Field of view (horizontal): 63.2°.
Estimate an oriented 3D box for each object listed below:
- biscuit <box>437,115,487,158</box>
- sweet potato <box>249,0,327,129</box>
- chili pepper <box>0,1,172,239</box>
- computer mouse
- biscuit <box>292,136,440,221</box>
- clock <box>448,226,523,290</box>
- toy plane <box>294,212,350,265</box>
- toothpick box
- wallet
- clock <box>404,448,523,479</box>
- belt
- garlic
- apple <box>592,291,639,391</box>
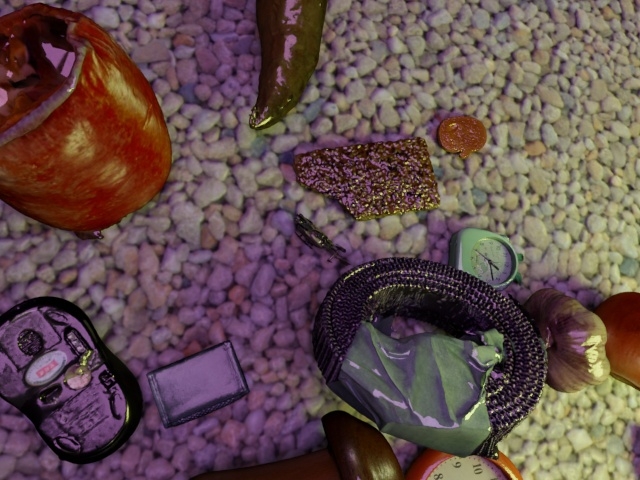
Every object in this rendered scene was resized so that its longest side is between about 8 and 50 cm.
[{"bbox_3d":[0.249,-0.181,0.916,0.091,0.015,0.078,0,80,-9],"label":"biscuit"},{"bbox_3d":[-0.053,-0.370,0.855,0.130,0.130,0.423,8,83,-8],"label":"sweet potato"},{"bbox_3d":[-0.344,-0.154,0.671,0.251,0.305,0.229,-23,77,-3],"label":"chili pepper"},{"bbox_3d":[-0.342,0.185,0.702,0.137,0.096,0.233,-34,89,-9],"label":"computer mouse"},{"bbox_3d":[0.079,-0.099,0.865,0.236,0.026,0.131,-9,78,-12],"label":"biscuit"},{"bbox_3d":[0.281,0.038,0.861,0.135,0.041,0.101,11,76,-8],"label":"clock"},{"bbox_3d":[0.000,0.000,0.821,0.120,0.049,0.031,43,75,-16],"label":"toy plane"},{"bbox_3d":[-0.034,0.346,0.676,0.294,0.192,0.192,-18,81,-6],"label":"toothpick box"},{"bbox_3d":[-0.177,0.209,0.758,0.129,0.026,0.088,-20,86,-14],"label":"wallet"},{"bbox_3d":[0.213,0.399,0.767,0.205,0.051,0.205,2,76,-9],"label":"clock"},{"bbox_3d":[0.150,0.150,0.734,0.324,0.122,0.260,17,49,0],"label":"belt"},{"bbox_3d":[0.357,0.152,0.796,0.102,0.147,0.159,-2,61,-32],"label":"garlic"},{"bbox_3d":[0.501,0.158,0.811,0.163,0.163,0.139,32,87,-1],"label":"apple"}]
